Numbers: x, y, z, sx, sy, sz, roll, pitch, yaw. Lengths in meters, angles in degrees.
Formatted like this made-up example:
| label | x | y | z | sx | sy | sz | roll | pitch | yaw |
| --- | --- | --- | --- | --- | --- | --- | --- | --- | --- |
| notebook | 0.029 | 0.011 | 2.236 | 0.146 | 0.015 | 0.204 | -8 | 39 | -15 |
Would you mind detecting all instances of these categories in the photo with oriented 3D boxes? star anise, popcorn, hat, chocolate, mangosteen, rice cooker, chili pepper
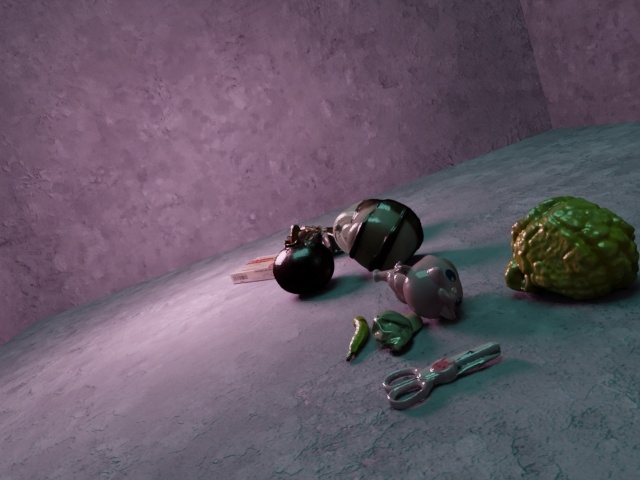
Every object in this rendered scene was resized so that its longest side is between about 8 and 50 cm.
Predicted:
| label | x | y | z | sx | sy | sz | roll | pitch | yaw |
| --- | --- | --- | --- | --- | --- | --- | --- | --- | --- |
| star anise | -0.002 | 0.000 | 2.285 | 0.332 | 0.117 | 0.331 | 4 | 11 | -1 |
| popcorn | 0.547 | 0.012 | 1.099 | 0.174 | 0.225 | 0.286 | -25 | 13 | -37 |
| hat | 0.189 | 0.208 | 1.196 | 0.122 | 0.081 | 0.166 | -5 | 9 | 46 |
| chocolate | 0.209 | 0.002 | 1.729 | 0.284 | 0.283 | 0.186 | -10 | 34 | 43 |
| mangosteen | -0.072 | 0.068 | 1.816 | 0.236 | 0.261 | 0.235 | -17 | 12 | 4 |
| rice cooker | 0.189 | -0.054 | 2.085 | 0.226 | 0.225 | 0.244 | -13 | 15 | 34 |
| chili pepper | 0.099 | 0.243 | 1.258 | 0.049 | 0.043 | 0.208 | -5 | 15 | 12 |

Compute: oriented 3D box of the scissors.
| label | x | y | z | sx | sy | sz | roll | pitch | yaw |
| --- | --- | --- | --- | --- | --- | --- | --- | --- | --- |
| scissors | 0.242 | 0.258 | 0.962 | 0.242 | 0.030 | 0.118 | -24 | 11 | 0 |

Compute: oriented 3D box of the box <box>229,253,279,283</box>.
| label | x | y | z | sx | sy | sz | roll | pitch | yaw |
| --- | --- | --- | --- | --- | --- | --- | --- | --- | --- |
| box | -0.245 | 0.127 | 2.354 | 0.353 | 0.069 | 0.214 | -9 | 16 | 39 |

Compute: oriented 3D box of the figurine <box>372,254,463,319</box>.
| label | x | y | z | sx | sy | sz | roll | pitch | yaw |
| --- | --- | --- | --- | --- | --- | --- | --- | --- | --- |
| figurine | 0.270 | 0.107 | 1.286 | 0.186 | 0.176 | 0.287 | -30 | 5 | -20 |
